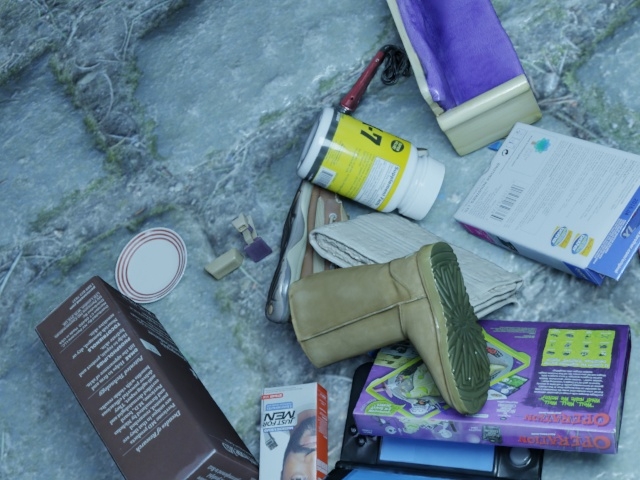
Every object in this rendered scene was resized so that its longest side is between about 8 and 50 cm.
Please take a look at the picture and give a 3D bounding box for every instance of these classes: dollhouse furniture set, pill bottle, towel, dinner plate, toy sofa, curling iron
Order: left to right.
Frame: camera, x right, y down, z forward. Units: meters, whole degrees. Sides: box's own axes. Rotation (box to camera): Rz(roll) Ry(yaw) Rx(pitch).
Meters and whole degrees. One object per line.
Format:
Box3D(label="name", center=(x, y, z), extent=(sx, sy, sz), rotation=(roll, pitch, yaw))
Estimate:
Box3D(label="dinner plate", center=(-0.291, 0.044, 1.738), extent=(0.141, 0.017, 0.141), rotation=(-10, 62, 19))
Box3D(label="dollhouse furniture set", center=(-0.158, -0.001, 1.674), extent=(0.114, 0.091, 0.081), rotation=(-33, 43, 9))
Box3D(label="curling iron", center=(0.057, -0.227, 1.709), extent=(0.068, 0.035, 0.274), rotation=(37, 84, 32))
Box3D(label="pill bottle", center=(0.078, -0.114, 1.549), extent=(0.208, 0.119, 0.119), rotation=(22, 73, -9))
Box3D(label="towel", center=(0.143, 0.036, 1.475), extent=(0.282, 0.187, 0.049), rotation=(30, 117, 32))
Box3D(label="toy sofa", center=(0.213, -0.336, 1.605), extent=(0.150, 0.177, 0.363), rotation=(-24, 56, 13))

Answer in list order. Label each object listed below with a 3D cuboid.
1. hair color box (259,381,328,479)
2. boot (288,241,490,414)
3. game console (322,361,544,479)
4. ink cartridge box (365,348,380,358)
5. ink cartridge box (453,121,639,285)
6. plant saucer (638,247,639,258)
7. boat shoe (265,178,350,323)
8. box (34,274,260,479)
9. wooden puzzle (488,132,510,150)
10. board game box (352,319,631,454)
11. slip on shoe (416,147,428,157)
Box3D(label="hair color box", center=(-0.039, 0.301, 1.488), extent=(0.093, 0.053, 0.167), rotation=(-9, 64, 18))
Box3D(label="boot", center=(0.089, 0.136, 1.368), extent=(0.269, 0.089, 0.236), rotation=(-21, 75, 42))
Box3D(label="game console", center=(0.142, 0.273, 1.354), extent=(0.293, 0.173, 0.250), rotation=(1, 67, 23))
Box3D(label="ink cartridge box", center=(0.081, 0.133, 1.531), extent=(0.048, 0.028, 0.083), rotation=(24, 78, 30))
Box3D(label="ink cartridge box", center=(0.356, -0.053, 1.435), extent=(0.311, 0.065, 0.186), rotation=(25, 78, 51))
Box3D(label="plant saucer", center=(0.598, -0.031, 1.360), extent=(0.332, 0.084, 0.332), rotation=(-10, 62, 19))
Box3D(label="boat shoe", center=(0.000, 0.000, 1.593), extent=(0.116, 0.123, 0.325), rotation=(16, 60, -6))
Box3D(label="box", center=(-0.261, 0.246, 1.526), extent=(0.143, 0.191, 0.381), rotation=(-40, 58, 1))
Box3D(label="wooden puzzle", center=(0.286, -0.195, 1.612), extent=(0.078, 0.014, 0.116), rotation=(12, 71, 32))
Box3D(label="board game box", center=(0.238, 0.190, 1.373), extent=(0.346, 0.056, 0.208), rotation=(1, 32, 24))
Box3D(label="slip on shoe", center=(0.111, -0.122, 1.636), extent=(0.135, 0.051, 0.041), rotation=(-10, 102, 9))
